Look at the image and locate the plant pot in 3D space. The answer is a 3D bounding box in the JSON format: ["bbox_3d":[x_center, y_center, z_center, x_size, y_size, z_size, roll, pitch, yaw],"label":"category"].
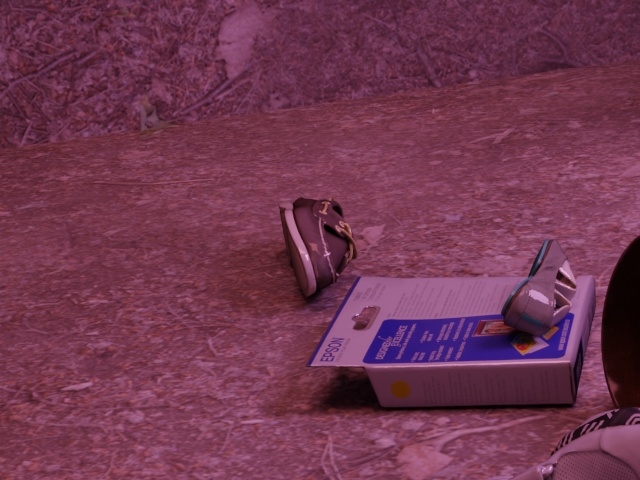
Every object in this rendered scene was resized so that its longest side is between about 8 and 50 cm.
[{"bbox_3d":[0.451,0.102,1.791,0.230,0.215,0.215,3,13,-19],"label":"plant pot"}]

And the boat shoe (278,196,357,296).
[{"bbox_3d":[0.000,0.000,2.414,0.097,0.116,0.324,-11,11,-3],"label":"boat shoe"}]

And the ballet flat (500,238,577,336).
[{"bbox_3d":[0.268,0.061,1.996,0.068,0.072,0.213,27,26,9],"label":"ballet flat"}]

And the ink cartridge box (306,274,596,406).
[{"bbox_3d":[0.167,0.118,2.040,0.307,0.072,0.303,-4,18,15],"label":"ink cartridge box"}]

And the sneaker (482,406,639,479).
[{"bbox_3d":[0.151,0.254,1.323,0.210,0.137,0.366,-27,-6,-33],"label":"sneaker"}]
